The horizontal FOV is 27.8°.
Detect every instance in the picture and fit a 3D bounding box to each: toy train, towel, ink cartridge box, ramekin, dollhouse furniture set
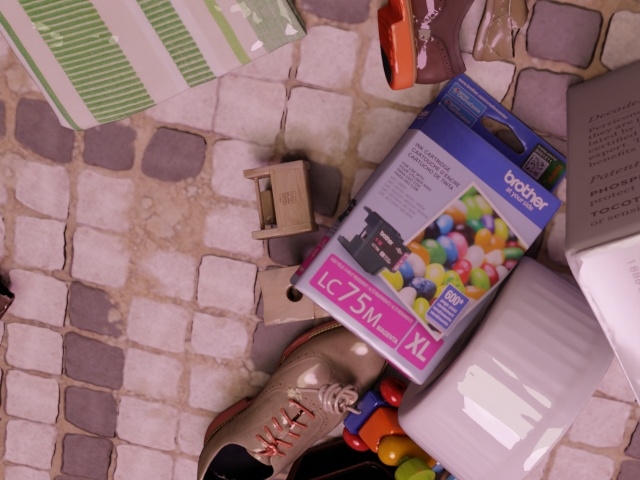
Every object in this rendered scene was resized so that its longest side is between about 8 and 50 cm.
[{"bbox_3d":[0.087,0.249,1.575,0.248,0.143,0.105,13,124,-40],"label":"toy train"},{"bbox_3d":[-0.213,-0.275,1.469,0.325,0.038,0.247,-22,113,19],"label":"towel"},{"bbox_3d":[0.133,-0.017,1.445,0.186,0.065,0.311,38,86,-9],"label":"ink cartridge box"},{"bbox_3d":[0.210,0.149,1.488,0.135,0.277,0.277,38,119,-1],"label":"ramekin"},{"bbox_3d":[0.000,0.000,1.548,0.129,0.129,0.183,-9,87,15],"label":"dollhouse furniture set"}]

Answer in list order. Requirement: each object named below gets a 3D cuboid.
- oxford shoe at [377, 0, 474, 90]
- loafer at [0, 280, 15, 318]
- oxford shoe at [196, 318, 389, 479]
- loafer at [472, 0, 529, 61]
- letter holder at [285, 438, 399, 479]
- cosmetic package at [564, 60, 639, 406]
[{"bbox_3d":[0.112,-0.295,1.373,0.098,0.097,0.271,-8,123,-7],"label":"oxford shoe"},{"bbox_3d":[-0.519,-0.018,1.634,0.130,0.134,0.366,-35,119,-2],"label":"loafer"},{"bbox_3d":[-0.034,0.230,1.652,0.123,0.130,0.348,38,120,-10],"label":"oxford shoe"},{"bbox_3d":[0.201,-0.257,1.387,0.050,0.056,0.148,14,130,3],"label":"loafer"},{"bbox_3d":[0.111,0.408,1.698,0.214,0.152,0.301,-24,112,30],"label":"letter holder"},{"bbox_3d":[0.451,0.001,1.281,0.328,0.393,0.329,-20,113,20],"label":"cosmetic package"}]
